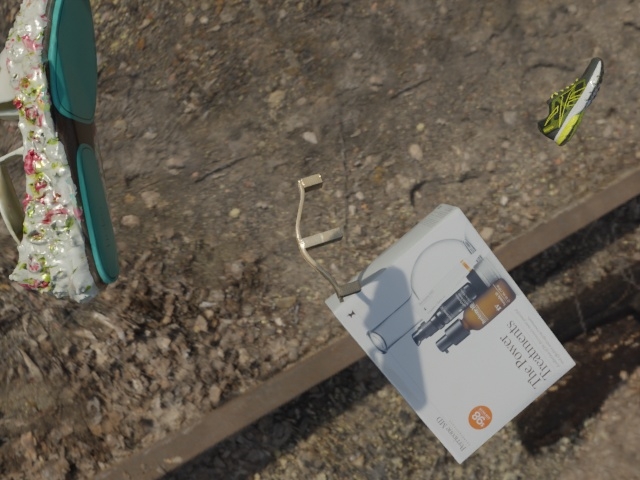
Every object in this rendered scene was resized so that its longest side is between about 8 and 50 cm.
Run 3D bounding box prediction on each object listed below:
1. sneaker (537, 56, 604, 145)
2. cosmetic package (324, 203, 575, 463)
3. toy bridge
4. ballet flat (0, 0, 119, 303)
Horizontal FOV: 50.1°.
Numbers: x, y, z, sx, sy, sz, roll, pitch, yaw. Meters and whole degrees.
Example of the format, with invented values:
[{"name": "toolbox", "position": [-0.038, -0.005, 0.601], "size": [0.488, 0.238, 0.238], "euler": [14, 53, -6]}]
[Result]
[{"name": "sneaker", "position": [0.225, -0.128, 0.619], "size": [0.031, 0.035, 0.083], "euler": [-10, 128, -62]}, {"name": "cosmetic package", "position": [0.235, 0.167, 1.235], "size": [0.284, 0.097, 0.377], "euler": [-40, 102, -1]}, {"name": "toy bridge", "position": [0.000, 0.000, 0.980], "size": [0.063, 0.026, 0.188], "euler": [-17, 78, -9]}, {"name": "ballet flat", "position": [-0.198, -0.073, 0.487], "size": [0.077, 0.091, 0.241], "euler": [-6, 89, 3]}]
